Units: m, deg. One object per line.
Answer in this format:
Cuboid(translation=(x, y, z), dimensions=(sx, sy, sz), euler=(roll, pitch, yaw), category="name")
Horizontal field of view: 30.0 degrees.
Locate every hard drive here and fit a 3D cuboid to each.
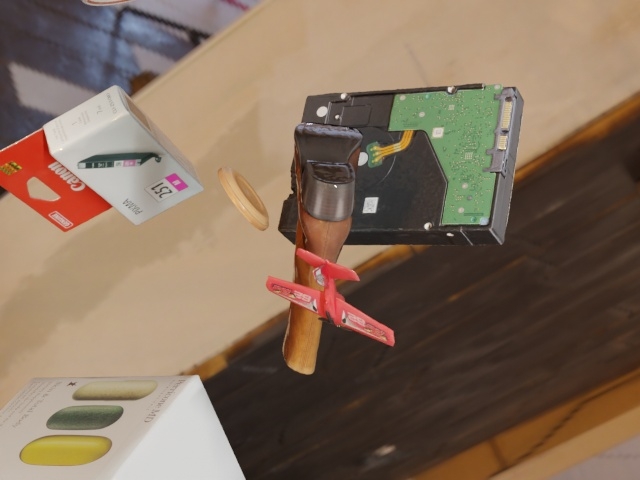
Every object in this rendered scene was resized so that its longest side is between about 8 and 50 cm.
Cuboid(translation=(0.117, -0.108, 1.743), dimensions=(0.064, 0.338, 0.237), euler=(42, 53, -53), category="hard drive")

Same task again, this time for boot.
Cuboid(translation=(0.000, 0.000, 1.604), dimensions=(0.096, 0.281, 0.264), euler=(3, 28, -10), category="boot")

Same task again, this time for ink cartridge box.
Cuboid(translation=(-0.334, -0.093, 1.760), dimensions=(0.060, 0.238, 0.275), euler=(65, 7, 27), category="ink cartridge box")

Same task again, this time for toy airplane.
Cuboid(translation=(0.008, 0.052, 1.181), dimensions=(0.151, 0.151, 0.028), euler=(43, 66, -30), category="toy airplane")

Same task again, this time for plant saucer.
Cuboid(translation=(-0.082, -0.048, 1.309), dimensions=(0.083, 0.013, 0.083), euler=(52, 11, -14), category="plant saucer")

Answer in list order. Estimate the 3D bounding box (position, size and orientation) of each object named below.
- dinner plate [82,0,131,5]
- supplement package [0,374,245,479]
Cuboid(translation=(-0.229, -0.322, 1.474), dimensions=(0.141, 0.141, 0.017), euler=(-12, 86, -64), category="dinner plate")
Cuboid(translation=(-0.258, 0.292, 1.390), dimensions=(0.199, 0.262, 0.198), euler=(-51, 129, -49), category="supplement package")
